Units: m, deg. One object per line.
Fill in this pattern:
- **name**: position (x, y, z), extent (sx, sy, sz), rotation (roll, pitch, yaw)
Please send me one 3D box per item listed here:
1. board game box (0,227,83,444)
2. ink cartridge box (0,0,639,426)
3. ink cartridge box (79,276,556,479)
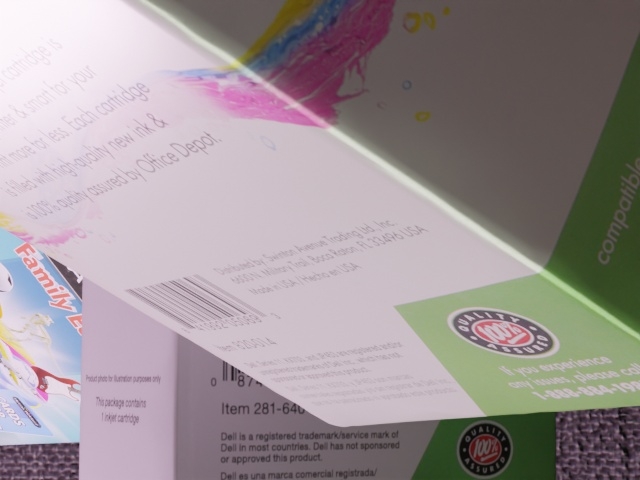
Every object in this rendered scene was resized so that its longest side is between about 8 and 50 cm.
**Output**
- **board game box**: position (-0.206, 0.031, 1.179), extent (0.336, 0.079, 0.254), rotation (-8, 128, 40)
- **ink cartridge box**: position (-0.059, -0.081, 0.470), extent (0.353, 0.119, 0.207), rotation (33, 157, -23)
- **ink cartridge box**: position (0.000, 0.000, 0.790), extent (0.201, 0.278, 0.117), rotation (3, 174, -31)
